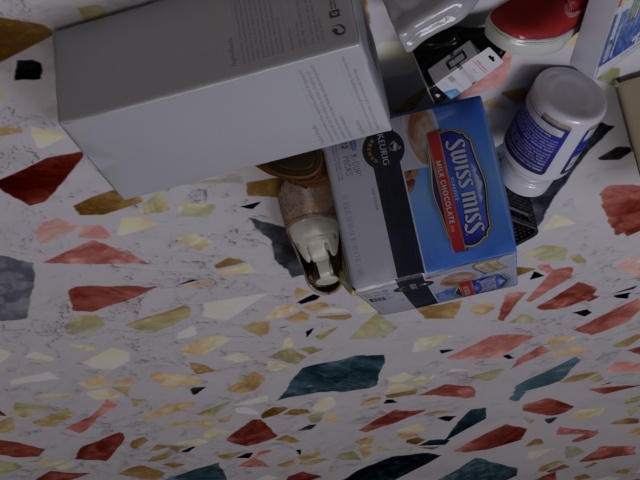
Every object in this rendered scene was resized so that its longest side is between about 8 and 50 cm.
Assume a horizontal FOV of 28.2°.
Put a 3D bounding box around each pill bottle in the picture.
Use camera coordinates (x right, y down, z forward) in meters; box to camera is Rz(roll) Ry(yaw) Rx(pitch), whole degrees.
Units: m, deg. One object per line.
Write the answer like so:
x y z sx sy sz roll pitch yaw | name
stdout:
0.332 -0.153 1.869 0.112 0.112 0.187 1 143 -19 | pill bottle

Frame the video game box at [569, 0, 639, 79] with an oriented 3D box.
0.392 -0.313 1.518 0.187 0.048 0.205 -37 154 -28 | video game box

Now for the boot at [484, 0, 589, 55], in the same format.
0.304 -0.323 1.512 0.244 0.088 0.176 -26 149 -33 | boot

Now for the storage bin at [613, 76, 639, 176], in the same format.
0.544 -0.092 1.914 0.123 0.262 0.260 -16 152 14 | storage bin

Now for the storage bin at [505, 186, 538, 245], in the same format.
0.261 -0.026 2.144 0.122 0.084 0.180 18 143 -42 | storage bin

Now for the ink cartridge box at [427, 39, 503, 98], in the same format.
0.185 -0.222 1.622 0.083 0.028 0.048 -34 147 18 | ink cartridge box

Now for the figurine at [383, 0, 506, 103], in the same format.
0.203 -0.295 1.628 0.209 0.092 0.215 -24 149 10 | figurine

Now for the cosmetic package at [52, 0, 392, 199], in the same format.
-0.121 -0.202 1.615 0.385 0.156 0.217 -12 152 7 | cosmetic package

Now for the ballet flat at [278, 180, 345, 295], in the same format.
0.000 0.000 2.086 0.107 0.106 0.316 -11 152 5 | ballet flat

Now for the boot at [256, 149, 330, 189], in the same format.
-0.022 -0.111 1.832 0.152 0.073 0.197 28 178 -43 | boot

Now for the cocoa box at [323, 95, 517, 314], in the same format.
0.155 -0.038 1.841 0.228 0.231 0.347 -13 169 7 | cocoa box

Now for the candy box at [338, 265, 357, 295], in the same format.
0.120 0.010 2.107 0.109 0.053 0.187 13 112 -36 | candy box
